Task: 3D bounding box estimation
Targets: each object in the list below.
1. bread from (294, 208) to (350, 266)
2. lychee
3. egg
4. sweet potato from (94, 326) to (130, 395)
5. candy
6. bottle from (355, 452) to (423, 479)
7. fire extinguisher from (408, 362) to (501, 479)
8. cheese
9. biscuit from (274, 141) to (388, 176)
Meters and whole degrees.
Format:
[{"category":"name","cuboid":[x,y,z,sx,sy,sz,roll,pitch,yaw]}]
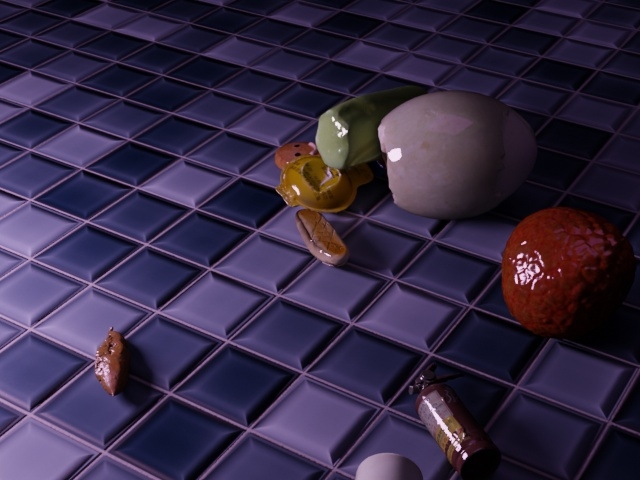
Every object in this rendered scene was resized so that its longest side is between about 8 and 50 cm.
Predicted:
[{"category":"bread","cuboid":[0.000,-0.001,2.165,0.073,0.053,0.214,-8,32,-19]},{"category":"lychee","cuboid":[0.440,0.058,1.926,0.300,0.255,0.255,-16,17,43]},{"category":"egg","cuboid":[0.295,-0.182,2.230,0.336,0.278,0.278,-6,34,1]},{"category":"sweet potato","cuboid":[-0.366,0.206,1.855,0.068,0.060,0.206,32,15,-20]},{"category":"candy","cuboid":[0.132,-0.259,2.374,0.344,0.142,0.132,-22,67,-46]},{"category":"bottle","cuboid":[0.090,0.421,1.491,0.104,0.104,0.245,4,33,5]},{"category":"fire extinguisher","cuboid":[0.216,0.289,1.728,0.106,0.075,0.252,14,23,-31]},{"category":"cheese","cuboid":[0.025,-0.138,2.331,0.270,0.069,0.177,-24,60,-31]},{"category":"biscuit","cuboid":[0.054,-0.202,2.474,0.324,0.049,0.205,0,35,3]}]
